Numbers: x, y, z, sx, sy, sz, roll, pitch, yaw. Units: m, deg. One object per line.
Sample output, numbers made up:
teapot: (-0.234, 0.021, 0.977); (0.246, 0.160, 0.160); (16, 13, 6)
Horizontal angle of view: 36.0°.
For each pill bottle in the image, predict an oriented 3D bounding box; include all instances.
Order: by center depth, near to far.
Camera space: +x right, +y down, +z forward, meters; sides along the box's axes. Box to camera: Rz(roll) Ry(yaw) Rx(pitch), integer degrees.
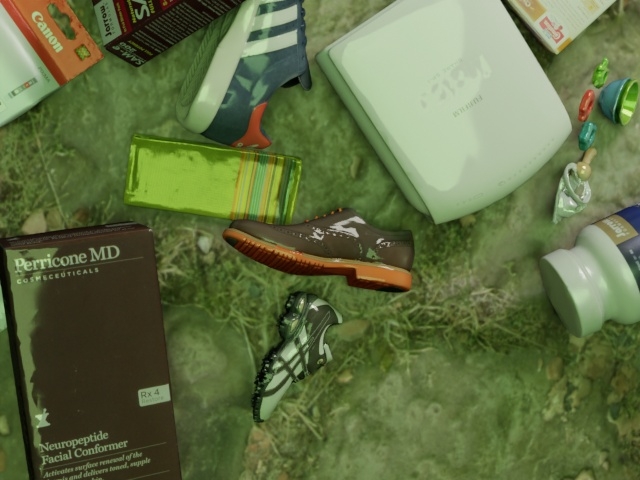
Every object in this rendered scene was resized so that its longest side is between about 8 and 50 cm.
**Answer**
pill bottle: (0.452, 0.027, 1.380); (0.265, 0.153, 0.153); (-25, 99, -4)

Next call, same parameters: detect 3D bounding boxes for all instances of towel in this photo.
towel: (-0.148, -0.082, 1.364); (0.237, 0.021, 0.102); (8, 95, -7)

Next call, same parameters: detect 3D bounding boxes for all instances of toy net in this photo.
toy net: (0.379, -0.130, 1.373); (0.045, 0.122, 0.232); (20, 87, 28)

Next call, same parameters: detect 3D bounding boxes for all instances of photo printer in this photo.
photo printer: (0.178, -0.193, 1.345); (0.256, 0.107, 0.307); (-34, 99, -2)

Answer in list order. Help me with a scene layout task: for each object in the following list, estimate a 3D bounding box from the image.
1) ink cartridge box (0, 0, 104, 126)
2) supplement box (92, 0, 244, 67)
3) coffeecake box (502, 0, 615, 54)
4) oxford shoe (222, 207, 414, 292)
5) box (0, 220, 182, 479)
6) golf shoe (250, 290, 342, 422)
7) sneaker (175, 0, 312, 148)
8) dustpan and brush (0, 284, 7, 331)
ink cartridge box: (-0.402, -0.251, 1.303); (0.179, 0.045, 0.145); (-34, 100, 1)
supplement box: (-0.173, -0.336, 1.236); (0.239, 0.073, 0.130); (-27, 66, 21)
coffeecake box: (0.338, -0.372, 1.341); (0.185, 0.068, 0.142); (-43, 107, 9)
oxford shoe: (0.000, 0.000, 1.366); (0.272, 0.097, 0.098); (14, 78, -14)
box: (-0.302, 0.176, 1.299); (0.191, 0.143, 0.381); (-9, 97, -21)
golf shoe: (-0.033, 0.173, 1.380); (0.094, 0.077, 0.198); (22, 95, -9)
sneaker: (-0.060, -0.284, 1.309); (0.148, 0.131, 0.350); (24, 91, -25)
dustpan and brush: (-0.466, 0.011, 1.317); (0.147, 0.060, 0.211); (18, 94, -8)
